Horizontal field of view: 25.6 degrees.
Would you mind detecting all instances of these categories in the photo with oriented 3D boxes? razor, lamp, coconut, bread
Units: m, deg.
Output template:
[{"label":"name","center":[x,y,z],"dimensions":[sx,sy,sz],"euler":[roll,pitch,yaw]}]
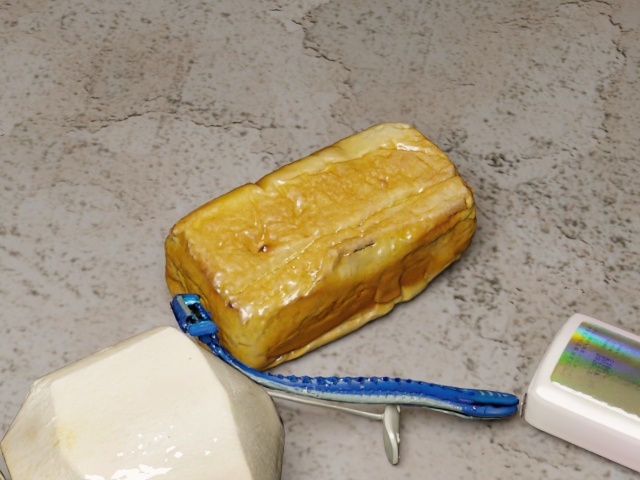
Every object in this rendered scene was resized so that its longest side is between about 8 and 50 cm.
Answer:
[{"label":"razor","center":[0.023,0.119,1.230],"dimensions":[0.324,0.056,0.093],"euler":[17,6,-16]},{"label":"lamp","center":[-0.022,0.156,1.273],"dimensions":[0.198,0.050,0.056],"euler":[8,47,8]},{"label":"coconut","center":[-0.130,0.190,1.139],"dimensions":[0.241,0.241,0.241],"euler":[-1,48,1]},{"label":"bread","center":[0.000,0.000,1.361],"dimensions":[0.294,0.132,0.167],"euler":[-27,53,-23]}]

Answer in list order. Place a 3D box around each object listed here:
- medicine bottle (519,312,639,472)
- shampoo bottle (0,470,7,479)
[{"label":"medicine bottle","center":[0.300,0.151,1.253],"dimensions":[0.219,0.078,0.115],"euler":[22,49,20]},{"label":"shampoo bottle","center":[-0.415,0.282,1.143],"dimensions":[0.350,0.084,0.125],"euler":[-28,52,-22]}]
